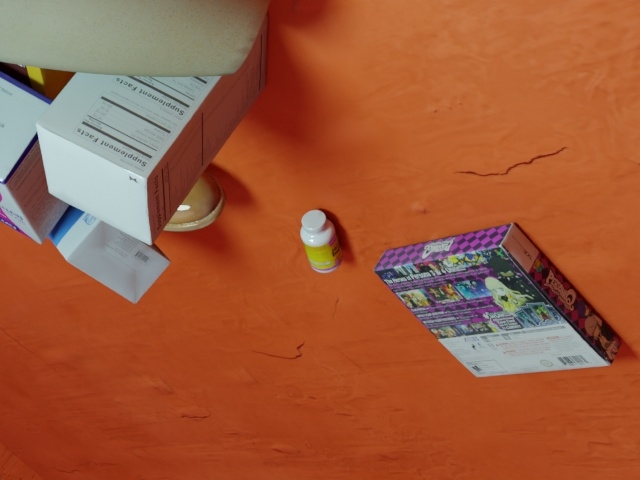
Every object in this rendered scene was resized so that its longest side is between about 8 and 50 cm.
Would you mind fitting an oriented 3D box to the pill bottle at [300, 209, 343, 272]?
[{"bbox_3d":[0.000,0.000,1.806,0.043,0.043,0.083,18,149,26],"label":"pill bottle"}]

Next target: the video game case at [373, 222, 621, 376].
[{"bbox_3d":[0.204,0.077,1.719,0.210,0.042,0.232,45,150,-21],"label":"video game case"}]

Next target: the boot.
[{"bbox_3d":[-0.249,-0.138,1.783,0.283,0.109,0.220,36,161,24],"label":"boot"}]

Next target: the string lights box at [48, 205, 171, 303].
[{"bbox_3d":[-0.313,-0.036,1.900,0.133,0.077,0.259,39,-177,-44],"label":"string lights box"}]

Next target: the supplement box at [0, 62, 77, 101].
[{"bbox_3d":[-0.362,-0.286,1.639,0.194,0.129,0.191,25,151,15],"label":"supplement box"}]

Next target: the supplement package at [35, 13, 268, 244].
[{"bbox_3d":[-0.173,-0.144,1.545,0.133,0.244,0.139,27,151,12],"label":"supplement package"}]

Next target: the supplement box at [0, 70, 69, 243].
[{"bbox_3d":[-0.360,-0.098,1.703,0.111,0.114,0.220,29,165,11],"label":"supplement box"}]

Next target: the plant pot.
[{"bbox_3d":[-0.193,-0.261,1.403,0.274,0.257,0.256,18,157,-19],"label":"plant pot"}]
